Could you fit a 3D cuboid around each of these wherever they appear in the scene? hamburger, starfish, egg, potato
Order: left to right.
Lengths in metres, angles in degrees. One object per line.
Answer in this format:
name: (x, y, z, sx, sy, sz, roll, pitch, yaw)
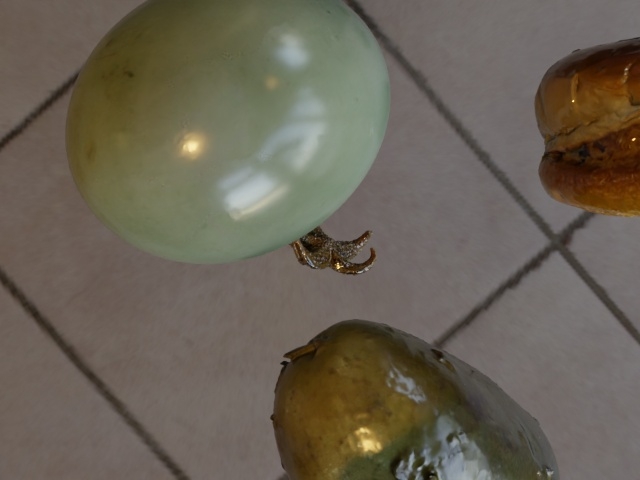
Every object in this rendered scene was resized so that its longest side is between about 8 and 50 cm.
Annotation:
egg: (-0.046, -0.067, 0.692, 0.192, 0.149, 0.149, -30, 94, -32)
starfish: (0.000, 0.000, 0.991, 0.091, 0.078, 0.028, 29, 116, -5)
potato: (0.093, 0.224, 1.273, 0.219, 0.359, 0.270, -33, 51, 17)
hamburger: (0.353, -0.115, 1.226, 0.290, 0.314, 0.170, -3, 94, 17)
